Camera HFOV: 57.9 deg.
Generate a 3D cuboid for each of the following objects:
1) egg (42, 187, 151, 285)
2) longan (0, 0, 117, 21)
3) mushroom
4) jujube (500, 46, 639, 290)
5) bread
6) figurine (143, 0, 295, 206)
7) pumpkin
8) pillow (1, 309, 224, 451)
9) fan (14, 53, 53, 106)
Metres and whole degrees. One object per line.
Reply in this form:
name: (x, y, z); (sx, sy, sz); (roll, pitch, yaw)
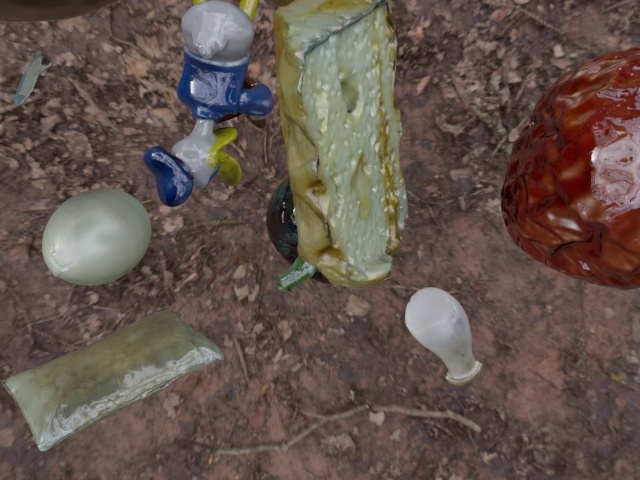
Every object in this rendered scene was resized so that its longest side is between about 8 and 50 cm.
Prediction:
egg: (-0.273, -0.004, 0.709); (0.114, 0.152, 0.114); (8, 120, 14)
longan: (-0.233, -0.317, 0.351); (0.362, 0.361, 0.360); (-1, 95, -6)
mushroom: (0.261, 0.196, 1.185); (0.116, 0.093, 0.225); (-39, 119, 0)
jujube: (0.269, -0.065, 0.516); (0.213, 0.232, 0.212); (0, 82, -2)
bread: (0.014, -0.071, 0.462); (0.088, 0.128, 0.231); (10, 127, 30)
figurine: (-0.167, -0.205, 0.824); (0.205, 0.283, 0.338); (19, 80, 0)
pumpkin: (0.000, 0.000, 1.084); (0.248, 0.248, 0.247); (-1, 95, -6)
pillow: (-0.316, 0.201, 0.912); (0.303, 0.185, 0.074); (-23, 124, -35)
fan: (-0.554, -0.318, 1.120); (0.005, 0.176, 0.113); (24, 69, -43)
